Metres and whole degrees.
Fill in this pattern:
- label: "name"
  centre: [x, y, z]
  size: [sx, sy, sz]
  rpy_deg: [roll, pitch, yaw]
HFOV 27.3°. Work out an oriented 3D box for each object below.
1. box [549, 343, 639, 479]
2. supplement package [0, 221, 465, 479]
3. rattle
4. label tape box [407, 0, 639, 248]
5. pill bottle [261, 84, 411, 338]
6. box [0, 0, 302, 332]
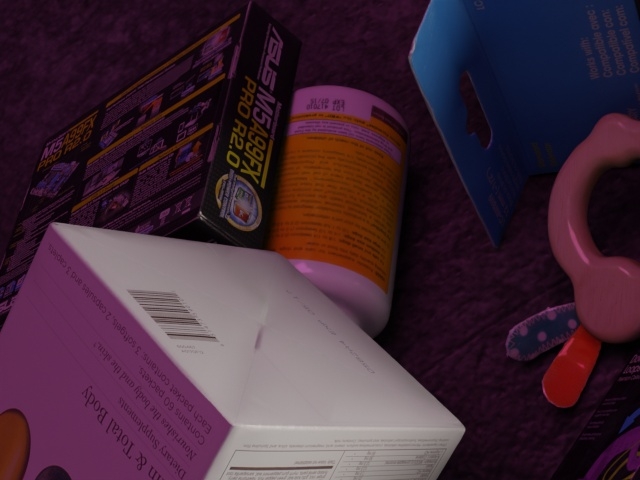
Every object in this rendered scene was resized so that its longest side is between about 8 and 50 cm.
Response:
- label: "box"
  centre: [0.204, 0.116, 0.829]
  size: [0.029, 0.116, 0.162]
  rpy_deg: [39, 75, -5]
- label: "supplement package"
  centre: [-0.093, 0.159, 0.803]
  size: [0.199, 0.198, 0.263]
  rpy_deg: [42, 112, 38]
- label: "rattle"
  centre: [0.222, 0.015, 0.929]
  size: [0.130, 0.142, 0.200]
  rpy_deg: [18, 103, 20]
- label: "label tape box"
  centre: [0.210, -0.183, 0.923]
  size: [0.115, 0.249, 0.348]
  rpy_deg: [17, 67, 31]
- label: "pill bottle"
  centre: [0.000, 0.000, 0.979]
  size: [0.117, 0.117, 0.215]
  rpy_deg: [-4, 58, 21]
- label: "box"
  centre: [-0.141, -0.038, 1.018]
  size: [0.270, 0.060, 0.216]
  rpy_deg: [-27, 39, 37]
